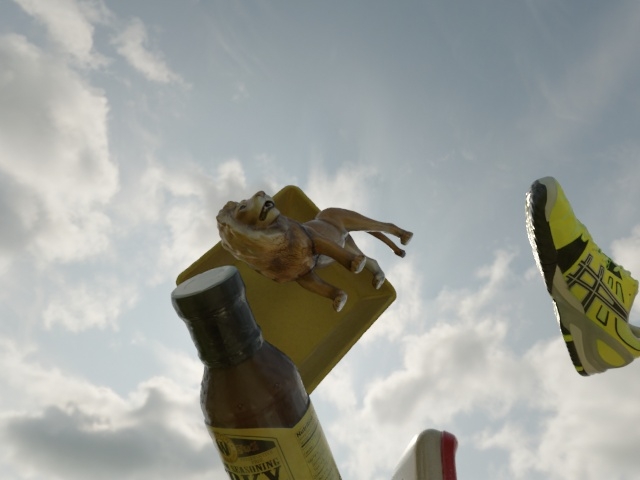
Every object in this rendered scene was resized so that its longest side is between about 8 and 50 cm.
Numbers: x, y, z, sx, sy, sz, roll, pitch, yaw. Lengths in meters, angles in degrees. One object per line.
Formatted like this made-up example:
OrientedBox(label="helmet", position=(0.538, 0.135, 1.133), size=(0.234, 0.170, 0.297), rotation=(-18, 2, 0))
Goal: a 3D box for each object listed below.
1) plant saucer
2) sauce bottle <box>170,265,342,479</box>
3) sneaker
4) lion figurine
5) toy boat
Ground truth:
OrientedBox(label="plant saucer", position=(-0.065, 0.105, 1.125), size=(0.333, 0.333, 0.081), rotation=(46, -27, 1))
OrientedBox(label="sauce bottle", position=(-0.058, 0.194, 0.576), size=(0.111, 0.111, 0.344), rotation=(-17, -76, 19))
OrientedBox(label="sneaker", position=(0.479, 0.055, 1.004), size=(0.147, 0.145, 0.384), rotation=(-19, -76, 20))
OrientedBox(label="lion figurine", position=(0.000, 0.000, 1.017), size=(0.240, 0.392, 0.142), rotation=(30, -74, 23))
OrientedBox(label="toy boat", position=(0.198, 0.413, 0.868), size=(0.151, 0.231, 0.151), rotation=(21, -58, -4))
